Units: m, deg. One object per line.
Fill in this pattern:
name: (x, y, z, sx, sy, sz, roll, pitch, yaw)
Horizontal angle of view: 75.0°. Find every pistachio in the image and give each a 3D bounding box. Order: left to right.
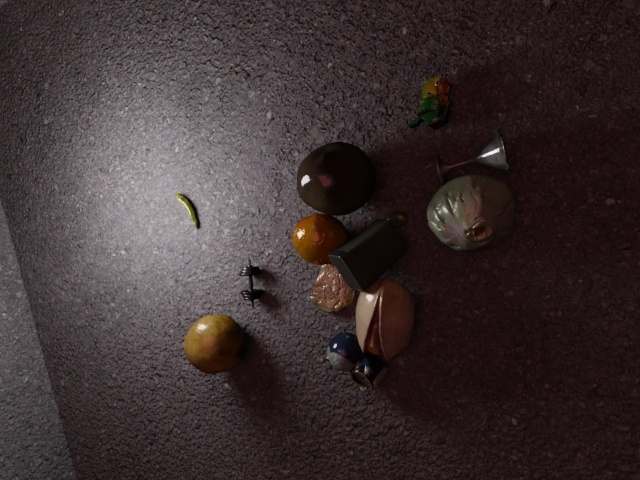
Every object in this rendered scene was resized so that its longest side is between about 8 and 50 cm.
pistachio: (0.234, 0.282, 1.538, 0.230, 0.230, 0.308, 12, 99, 22)

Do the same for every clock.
clock: (0.133, 0.472, 1.632, 0.243, 0.146, 0.199, 42, 150, 11)

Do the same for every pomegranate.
pomegranate: (-0.464, 0.451, 1.830, 0.261, 0.260, 0.260, 1, 93, 23)

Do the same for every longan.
longan: (0.054, -0.226, 1.556, 0.297, 0.297, 0.297, 1, 93, 23)

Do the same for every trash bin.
trash bin: (0.179, 0.051, 1.534, 0.241, 0.122, 0.164, -37, 106, -16)

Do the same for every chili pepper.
chili pepper: (-0.628, -0.152, 1.976, 0.049, 0.043, 0.208, -37, 79, 7)

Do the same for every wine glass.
wine glass: (0.522, -0.275, 1.443, 0.232, 0.156, 0.156, -14, 87, 27)

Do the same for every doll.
doll: (0.404, -0.490, 1.497, 0.134, 0.106, 0.186, 18, 99, 33)

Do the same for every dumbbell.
dumbbell: (-0.304, 0.187, 1.825, 0.099, 0.099, 0.208, -4, 89, 23)

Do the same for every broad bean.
broad bean: (0.291, -0.081, 1.598, 0.083, 0.045, 0.063, -28, 93, 29)

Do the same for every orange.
orange: (-0.001, -0.003, 1.625, 0.219, 0.193, 0.219, 4, 136, 4)

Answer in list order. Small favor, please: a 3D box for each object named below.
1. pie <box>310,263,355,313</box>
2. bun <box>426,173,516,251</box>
pie: (0.054, 0.197, 1.702, 0.185, 0.052, 0.218, 24, 99, 22)
bun: (0.504, -0.069, 1.394, 0.293, 0.187, 0.293, 10, 122, 17)
